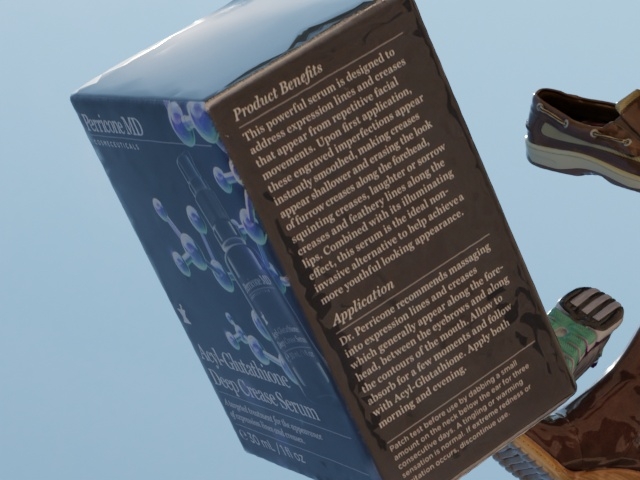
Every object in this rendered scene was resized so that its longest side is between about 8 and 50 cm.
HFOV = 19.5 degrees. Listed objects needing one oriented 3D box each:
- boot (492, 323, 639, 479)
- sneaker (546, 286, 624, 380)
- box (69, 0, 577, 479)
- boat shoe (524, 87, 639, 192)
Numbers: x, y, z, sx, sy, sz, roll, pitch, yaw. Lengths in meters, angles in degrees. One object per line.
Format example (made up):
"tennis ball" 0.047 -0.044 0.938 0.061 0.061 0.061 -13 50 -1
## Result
"boot" 0.287 0.172 1.945 0.248 0.090 0.207 35 -109 -18
"sneaker" 0.216 0.132 1.839 0.224 0.098 0.083 -26 -130 -36
"box" 0.000 0.000 1.630 0.212 0.293 0.395 -32 -71 -22
"boat shoe" 0.332 -0.111 1.979 0.095 0.257 0.095 -39 -48 -50
